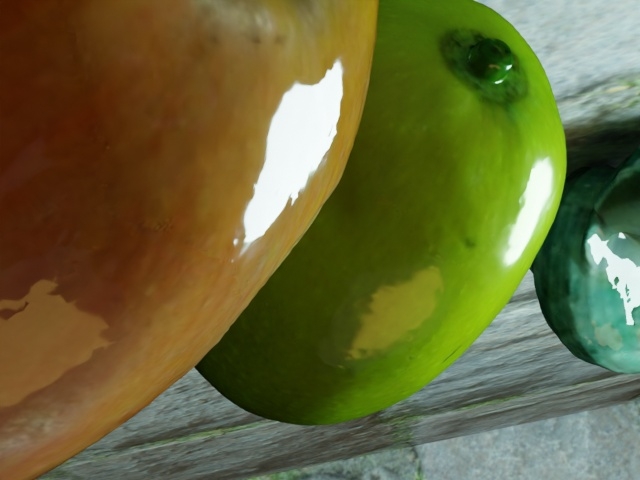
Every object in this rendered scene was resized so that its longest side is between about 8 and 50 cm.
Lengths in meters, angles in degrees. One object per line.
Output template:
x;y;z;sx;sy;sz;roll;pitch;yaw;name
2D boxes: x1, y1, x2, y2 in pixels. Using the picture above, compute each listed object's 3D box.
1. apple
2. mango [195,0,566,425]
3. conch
-0.108;-0.053;0.430;0.241;0.242;0.242;-25;162;24;apple
0.000;0.000;0.838;0.156;0.192;0.343;31;159;-7;mango
0.218;-0.002;1.133;0.202;0.134;0.196;-11;127;24;conch
